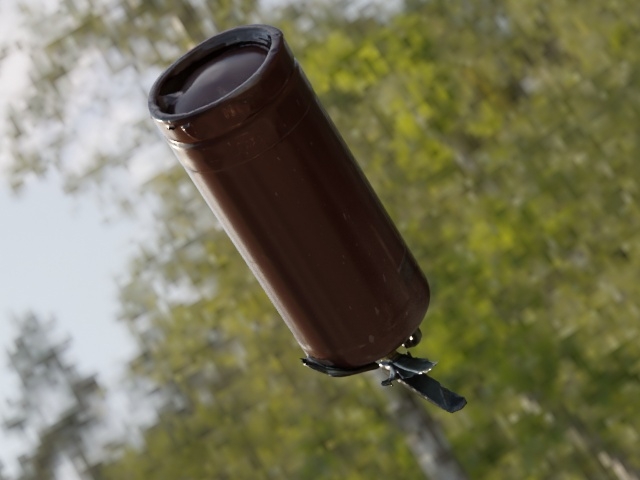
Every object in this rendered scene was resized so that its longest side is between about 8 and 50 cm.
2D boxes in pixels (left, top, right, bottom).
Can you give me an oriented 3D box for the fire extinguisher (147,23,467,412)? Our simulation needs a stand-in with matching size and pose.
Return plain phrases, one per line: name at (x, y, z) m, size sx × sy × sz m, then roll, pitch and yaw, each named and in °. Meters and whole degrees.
fire extinguisher at (0.000, 0.000, 1.229) m, size 0.105 × 0.105 × 0.269 m, roll -32°, pitch -61°, yaw -1°
